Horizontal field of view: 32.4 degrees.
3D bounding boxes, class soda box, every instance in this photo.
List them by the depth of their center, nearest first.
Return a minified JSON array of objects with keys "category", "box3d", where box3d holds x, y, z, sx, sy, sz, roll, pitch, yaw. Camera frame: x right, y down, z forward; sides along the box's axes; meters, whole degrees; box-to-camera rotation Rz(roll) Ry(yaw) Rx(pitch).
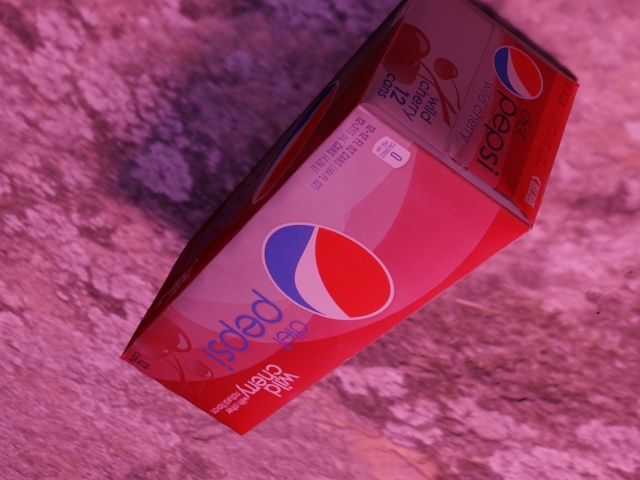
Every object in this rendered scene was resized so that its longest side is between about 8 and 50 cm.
[{"category":"soda box","box3d":[0.000,0.000,0.520,0.083,0.092,0.263,34,142,-10]}]
